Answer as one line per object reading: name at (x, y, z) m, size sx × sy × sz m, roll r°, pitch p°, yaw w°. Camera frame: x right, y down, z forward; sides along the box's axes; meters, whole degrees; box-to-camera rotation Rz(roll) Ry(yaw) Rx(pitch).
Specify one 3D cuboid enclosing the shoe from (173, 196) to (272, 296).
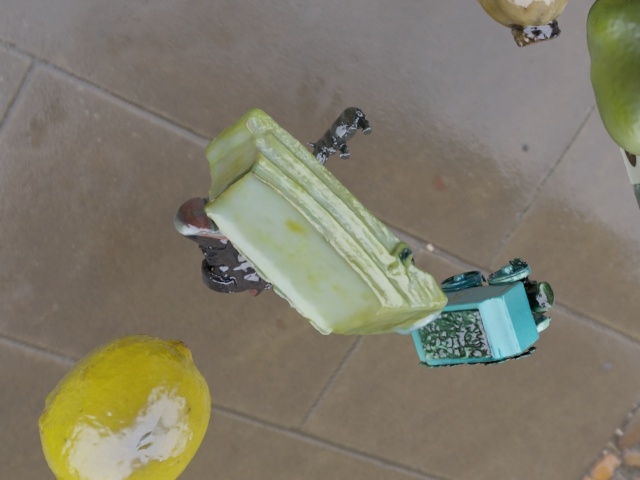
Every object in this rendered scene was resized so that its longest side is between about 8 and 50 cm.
shoe at (-0.167, 0.020, 1.669) m, size 0.137 × 0.114 × 0.291 m, roll -49°, pitch 139°, yaw 10°

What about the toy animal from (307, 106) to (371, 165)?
toy animal at (0.023, -0.161, 1.536) m, size 0.047 × 0.065 × 0.135 m, roll 20°, pitch 126°, yaw -35°

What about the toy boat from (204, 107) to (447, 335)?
toy boat at (-0.002, 0.005, 0.890) m, size 0.276 × 0.084 × 0.111 m, roll 45°, pitch 136°, yaw -13°

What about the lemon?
lemon at (-0.312, 0.288, 1.528) m, size 0.260 × 0.260 × 0.284 m, roll 30°, pitch 63°, yaw -31°

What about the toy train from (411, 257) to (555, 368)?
toy train at (0.226, 0.109, 1.355) m, size 0.163 × 0.203 × 0.112 m, roll -26°, pitch 97°, yaw -45°

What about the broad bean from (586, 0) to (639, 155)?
broad bean at (0.309, -0.165, 0.872) m, size 0.124 × 0.174 × 0.082 m, roll -21°, pitch 165°, yaw 20°

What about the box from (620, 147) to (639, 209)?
box at (0.450, -0.056, 1.070) m, size 0.164 × 0.069 × 0.256 m, roll -17°, pitch 90°, yaw 0°

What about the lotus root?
lotus root at (0.220, -0.354, 1.092) m, size 0.140 × 0.154 × 0.256 m, roll -11°, pitch 96°, yaw 2°
